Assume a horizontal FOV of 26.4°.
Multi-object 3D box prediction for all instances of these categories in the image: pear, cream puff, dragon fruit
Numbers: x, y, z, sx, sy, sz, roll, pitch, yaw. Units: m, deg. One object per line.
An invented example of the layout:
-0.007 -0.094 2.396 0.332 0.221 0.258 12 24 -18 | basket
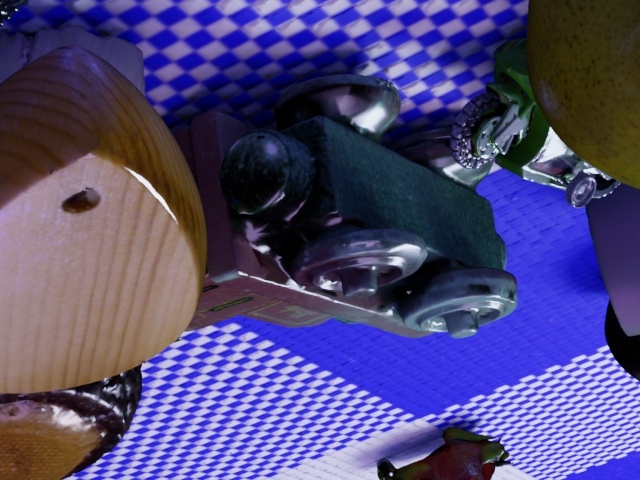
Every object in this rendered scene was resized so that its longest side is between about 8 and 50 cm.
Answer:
0.208 -0.116 0.762 0.198 0.198 0.198 -12 154 -6 | pear
-0.242 0.086 0.945 0.239 0.164 0.239 -12 154 -6 | cream puff
0.148 0.293 1.630 0.175 0.142 0.138 0 -167 14 | dragon fruit

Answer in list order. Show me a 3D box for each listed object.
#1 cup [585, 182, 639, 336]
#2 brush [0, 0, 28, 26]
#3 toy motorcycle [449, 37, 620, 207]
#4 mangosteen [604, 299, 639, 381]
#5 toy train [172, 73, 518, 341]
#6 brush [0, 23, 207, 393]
0.361 -0.024 1.051 0.288 0.203 0.203 -16 155 18 | cup
-0.210 -0.106 0.729 0.193 0.032 0.043 -32 150 28 | brush
0.160 -0.085 0.919 0.190 0.074 0.106 9 109 -46 | toy motorcycle
0.346 0.075 1.289 0.153 0.152 0.152 -12 154 -6 | mangosteen
0.000 0.000 0.947 0.222 0.150 0.304 -20 157 29 | toy train
-0.149 -0.040 0.741 0.174 0.166 0.266 -2 151 -22 | brush
